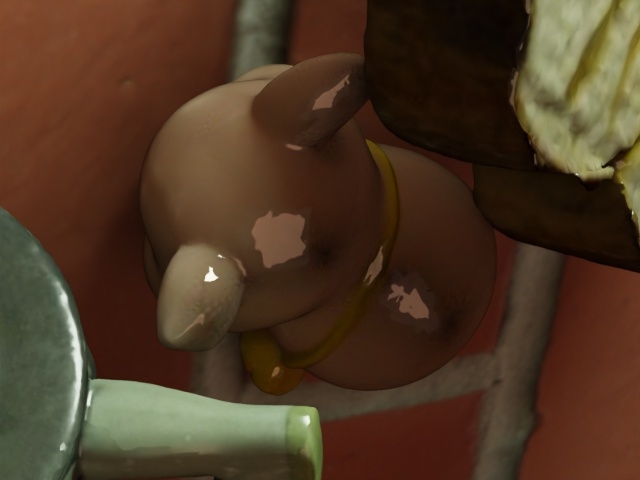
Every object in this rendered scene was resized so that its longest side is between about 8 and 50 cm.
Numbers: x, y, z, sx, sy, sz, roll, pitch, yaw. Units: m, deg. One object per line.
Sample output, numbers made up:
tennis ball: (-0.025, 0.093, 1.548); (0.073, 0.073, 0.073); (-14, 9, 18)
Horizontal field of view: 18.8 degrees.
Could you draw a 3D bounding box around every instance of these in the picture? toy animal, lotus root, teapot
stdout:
toy animal: (0.000, 0.003, 1.038); (0.248, 0.149, 0.165); (28, 80, -52)
lotus root: (0.175, -0.169, 0.989); (0.375, 0.111, 0.390); (-55, 140, -16)
teapot: (-0.181, 0.102, 0.940); (0.321, 0.239, 0.239); (-21, 151, -11)
